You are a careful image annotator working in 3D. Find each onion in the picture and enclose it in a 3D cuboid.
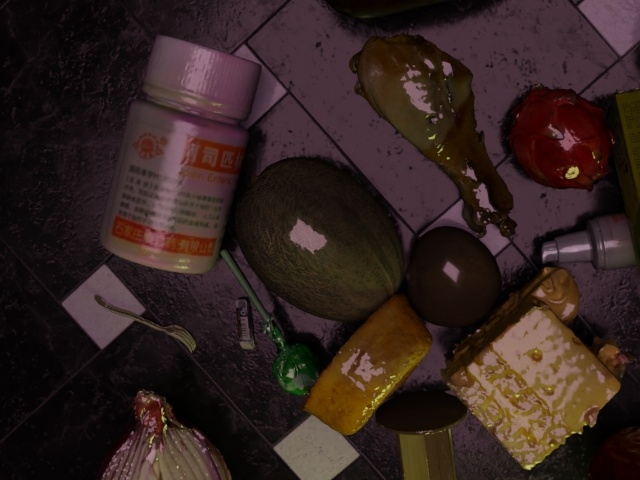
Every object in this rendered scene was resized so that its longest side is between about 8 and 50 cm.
[{"bbox_3d":[-0.294,0.426,1.741,0.267,0.159,0.349,0,98,-6],"label":"onion"}]

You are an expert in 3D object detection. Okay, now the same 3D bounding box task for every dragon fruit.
[{"bbox_3d":[0.416,-0.178,1.604,0.172,0.172,0.209,-42,81,8],"label":"dragon fruit"}]

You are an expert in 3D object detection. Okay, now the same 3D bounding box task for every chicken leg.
[{"bbox_3d":[0.218,-0.186,1.648,0.201,0.153,0.429,-30,100,20],"label":"chicken leg"}]

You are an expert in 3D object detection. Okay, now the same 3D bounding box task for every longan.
[{"bbox_3d":[0.235,0.066,1.650,0.189,0.189,0.189,1,96,5],"label":"longan"}]

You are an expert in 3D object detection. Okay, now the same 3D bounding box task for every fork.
[{"bbox_3d":[-0.336,0.152,1.782,0.219,0.034,0.028,26,124,4],"label":"fork"}]

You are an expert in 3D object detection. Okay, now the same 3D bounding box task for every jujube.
[{"bbox_3d":[0.583,0.447,1.583,0.223,0.318,0.223,1,105,4],"label":"jujube"}]

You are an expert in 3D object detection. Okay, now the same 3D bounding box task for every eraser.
[{"bbox_3d":[-0.144,0.160,1.768,0.027,0.019,0.099,-4,95,20],"label":"eraser"}]

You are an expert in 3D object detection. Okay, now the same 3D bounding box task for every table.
[{"bbox_3d":[0.198,0.416,1.707,0.167,0.167,0.227,-7,104,6],"label":"table"}]

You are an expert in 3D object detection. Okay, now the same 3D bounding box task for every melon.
[{"bbox_3d":[0.000,0.000,1.627,0.329,0.248,0.248,41,98,-3],"label":"melon"}]

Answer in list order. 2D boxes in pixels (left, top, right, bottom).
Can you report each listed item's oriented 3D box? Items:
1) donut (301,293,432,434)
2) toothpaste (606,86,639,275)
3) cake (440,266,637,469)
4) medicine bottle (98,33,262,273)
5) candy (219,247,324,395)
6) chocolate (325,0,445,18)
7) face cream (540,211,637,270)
[{"bbox_3d":[0.090,0.227,1.625,0.108,0.277,0.277,41,98,12],"label":"donut"},{"bbox_3d":[0.556,-0.092,1.564,0.077,0.110,0.327,-8,68,8],"label":"toothpaste"},{"bbox_3d":[0.383,0.209,1.622,0.286,0.222,0.227,-42,92,7],"label":"cake"},{"bbox_3d":[-0.245,-0.152,1.646,0.219,0.219,0.388,16,96,3],"label":"medicine bottle"},{"bbox_3d":[-0.098,0.149,1.698,0.097,0.097,0.323,-29,105,8],"label":"candy"},{"bbox_3d":[0.109,-0.522,1.511,0.331,0.383,0.384,-26,93,13],"label":"chocolate"},{"bbox_3d":[0.517,0.003,1.649,0.251,0.101,0.101,-9,95,6],"label":"face cream"}]
